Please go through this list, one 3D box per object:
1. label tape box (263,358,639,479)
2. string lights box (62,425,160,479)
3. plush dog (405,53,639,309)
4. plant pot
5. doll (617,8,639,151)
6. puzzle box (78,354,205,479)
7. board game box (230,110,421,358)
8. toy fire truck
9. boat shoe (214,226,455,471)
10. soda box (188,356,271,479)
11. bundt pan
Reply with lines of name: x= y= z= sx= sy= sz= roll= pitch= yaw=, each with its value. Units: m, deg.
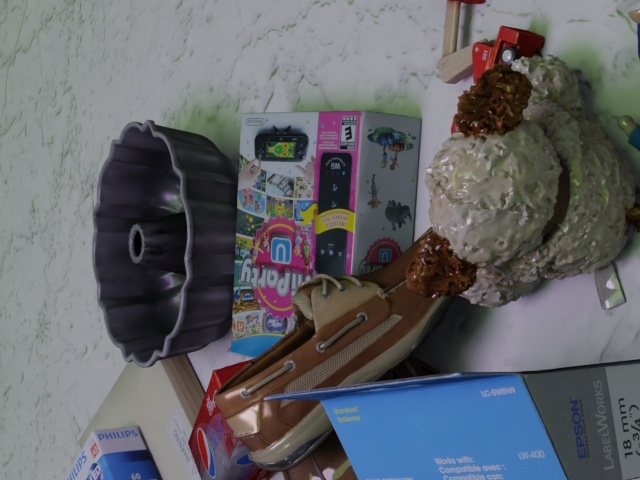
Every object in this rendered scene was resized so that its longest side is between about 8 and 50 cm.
label tape box: x=0.154 y=0.170 z=1.029 sx=0.240 sy=0.333 sz=0.106 roll=-16 pitch=77 yaw=48
string lights box: x=-0.266 y=0.404 z=1.618 sx=0.133 sy=0.076 sz=0.260 roll=-56 pitch=50 yaw=34
plush dog: x=0.188 y=-0.039 z=1.077 sx=0.210 sy=0.225 sz=0.263 roll=27 pitch=109 yaw=46
plant pot: x=0.070 y=0.224 z=1.266 sx=0.165 sy=0.167 sz=0.167 roll=-47 pitch=55 yaw=29
doll: x=0.326 y=-0.122 z=1.058 sx=0.129 sy=0.046 sz=0.189 roll=-11 pitch=87 yaw=44
puzzle box: x=-0.207 y=0.371 z=1.650 sx=0.272 sy=0.052 sz=0.409 roll=-54 pitch=52 yaw=33
board game box: x=0.000 y=0.000 z=1.391 sx=0.224 sy=0.097 sz=0.304 roll=6 pitch=94 yaw=49
toy fire truck: x=0.167 y=-0.191 z=1.240 sx=0.135 sy=0.047 sz=0.192 roll=30 pitch=112 yaw=45
boat shoe: x=0.023 y=0.093 z=1.219 sx=0.120 sy=0.324 sz=0.122 roll=47 pitch=165 yaw=-10
soda box: x=-0.098 y=0.234 z=1.429 sx=0.263 sy=0.083 sz=0.092 roll=115 pitch=136 yaw=-59
bundt pan: x=-0.193 y=0.005 z=1.568 sx=0.330 sy=0.124 sz=0.331 roll=-2 pitch=88 yaw=58
